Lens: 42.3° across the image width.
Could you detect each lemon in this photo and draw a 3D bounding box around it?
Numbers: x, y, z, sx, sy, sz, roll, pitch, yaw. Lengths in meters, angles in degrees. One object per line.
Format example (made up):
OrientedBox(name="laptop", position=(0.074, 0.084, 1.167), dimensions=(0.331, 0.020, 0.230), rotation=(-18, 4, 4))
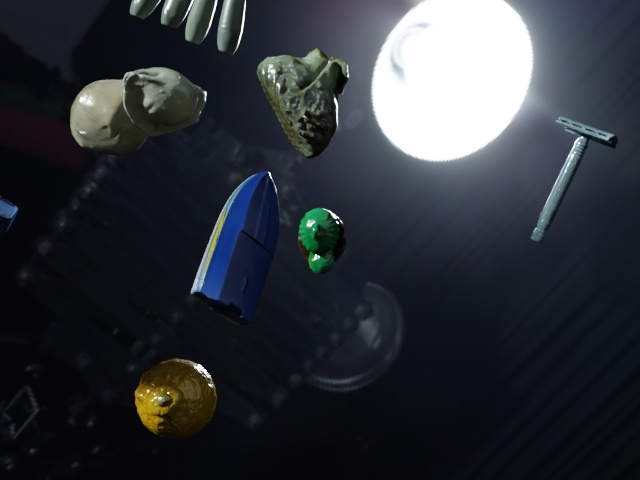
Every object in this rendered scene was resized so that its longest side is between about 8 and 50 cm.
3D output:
OrientedBox(name="lemon", position=(-0.254, 0.277, 1.453), dimensions=(0.142, 0.142, 0.187), rotation=(44, 173, 8))

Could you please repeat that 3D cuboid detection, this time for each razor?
OrientedBox(name="razor", position=(0.445, -0.104, 1.525), dimensions=(0.106, 0.232, 0.068), rotation=(29, -172, 31))

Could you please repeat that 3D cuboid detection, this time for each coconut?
OrientedBox(name="coconut", position=(-0.522, -0.314, 2.124), dimensions=(0.224, 0.224, 0.224), rotation=(38, -164, -13))

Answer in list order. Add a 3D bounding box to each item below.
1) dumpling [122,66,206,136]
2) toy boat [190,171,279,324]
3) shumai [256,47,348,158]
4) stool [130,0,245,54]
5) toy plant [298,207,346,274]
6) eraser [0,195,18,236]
OrientedBox(name="dumpling", position=(-0.339, -0.291, 1.766), dimensions=(0.181, 0.155, 0.111), rotation=(17, -159, -16))
OrientedBox(name="toy boat", position=(-0.136, -0.001, 1.480), dimensions=(0.129, 0.088, 0.295), rotation=(40, -126, -39))
OrientedBox(name="shumai", position=(-0.008, -0.236, 1.381), dimensions=(0.184, 0.142, 0.184), rotation=(57, 176, 6))
OrientedBox(name="stool", position=(-0.249, -0.506, 1.675), dimensions=(0.195, 0.199, 0.195), rotation=(15, -169, -42))
OrientedBox(name="toy plant", position=(0.000, 0.000, 1.780), dimensions=(0.105, 0.143, 0.200), rotation=(1, -176, 10))
OrientedBox(name="eraser", position=(-0.806, -0.108, 1.762), dimensions=(0.312, 0.144, 0.043), rotation=(30, -121, -18))
